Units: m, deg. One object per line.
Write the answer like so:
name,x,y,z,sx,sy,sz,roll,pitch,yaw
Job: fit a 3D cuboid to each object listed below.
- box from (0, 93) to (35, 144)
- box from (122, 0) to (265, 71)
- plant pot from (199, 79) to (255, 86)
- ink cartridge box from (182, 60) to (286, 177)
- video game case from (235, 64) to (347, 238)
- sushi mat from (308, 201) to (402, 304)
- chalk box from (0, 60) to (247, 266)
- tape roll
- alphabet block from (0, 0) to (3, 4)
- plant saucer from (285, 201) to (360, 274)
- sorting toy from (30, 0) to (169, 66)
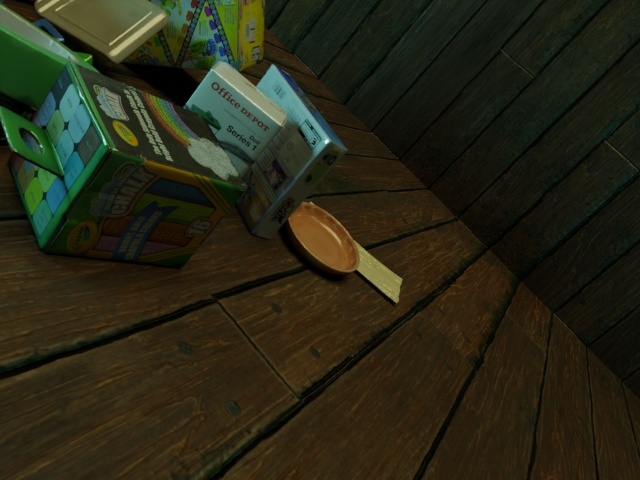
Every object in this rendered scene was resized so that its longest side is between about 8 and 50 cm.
box,-0.443,-0.166,0.764,0.052,0.062,0.083,42,19,-1
box,-0.300,-0.524,1.384,0.279,0.177,0.290,7,23,5
plant pot,-0.205,-0.321,1.377,0.165,0.167,0.167,41,19,20
ink cartridge box,-0.189,-0.189,1.042,0.160,0.219,0.093,37,21,-14
video game case,-0.099,-0.182,1.154,0.061,0.244,0.269,19,31,-48
sushi mat,0.074,0.025,1.379,0.316,0.019,0.151,41,22,-5
chalk box,-0.282,-0.095,0.758,0.289,0.179,0.180,12,37,-51
tape roll,-0.482,-0.298,0.819,0.321,0.077,0.321,34,8,-5
alphabet block,-0.625,-0.498,0.910,0.197,0.192,0.193,50,20,21
plant saucer,0.000,0.000,1.243,0.200,0.037,0.200,33,30,-22
sorting toy,-0.437,-0.452,1.150,0.196,0.047,0.348,34,58,0
